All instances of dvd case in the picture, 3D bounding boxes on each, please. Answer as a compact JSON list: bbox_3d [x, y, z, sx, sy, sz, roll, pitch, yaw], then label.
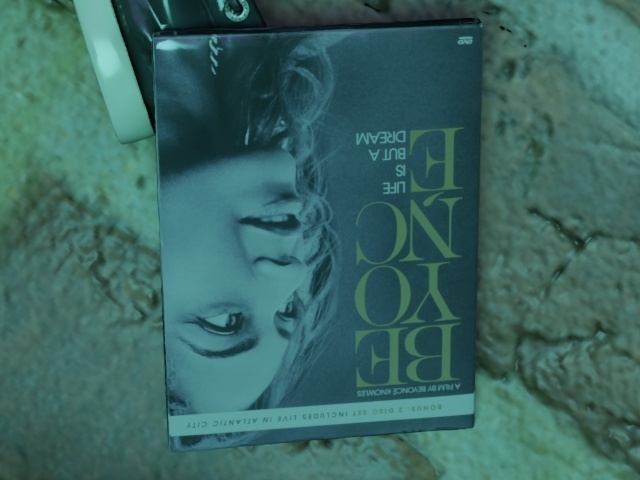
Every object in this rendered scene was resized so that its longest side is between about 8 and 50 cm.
[{"bbox_3d":[0.000,0.000,0.868,0.164,0.018,0.221,-3,110,-8],"label":"dvd case"}]

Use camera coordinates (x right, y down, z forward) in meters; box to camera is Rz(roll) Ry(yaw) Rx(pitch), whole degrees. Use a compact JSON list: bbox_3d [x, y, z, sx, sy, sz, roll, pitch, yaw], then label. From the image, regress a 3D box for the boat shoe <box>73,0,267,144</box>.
[{"bbox_3d":[-0.089,-0.225,0.860,0.113,0.127,0.340,-12,92,-2],"label":"boat shoe"}]
